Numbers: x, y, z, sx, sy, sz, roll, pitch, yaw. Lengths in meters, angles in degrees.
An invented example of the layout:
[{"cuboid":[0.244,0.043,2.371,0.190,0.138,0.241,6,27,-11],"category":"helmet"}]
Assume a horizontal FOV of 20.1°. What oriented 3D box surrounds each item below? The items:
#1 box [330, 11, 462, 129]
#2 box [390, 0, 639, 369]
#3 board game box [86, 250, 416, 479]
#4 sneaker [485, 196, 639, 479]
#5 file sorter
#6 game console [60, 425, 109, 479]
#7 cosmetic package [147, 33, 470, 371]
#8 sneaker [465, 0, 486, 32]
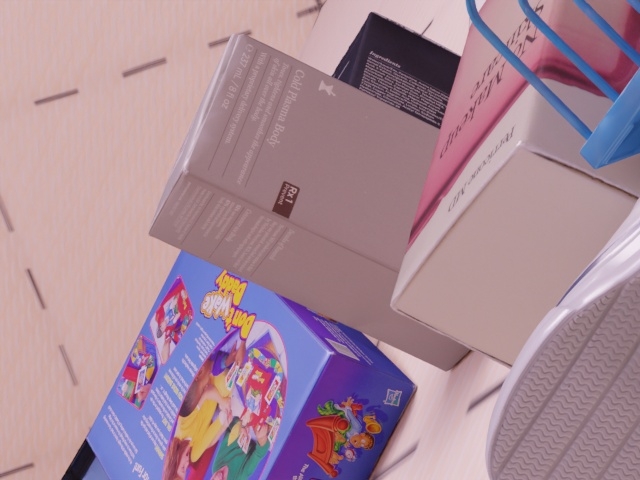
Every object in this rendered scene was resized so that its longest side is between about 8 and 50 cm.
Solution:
[{"cuboid":[0.046,-0.085,1.667,0.153,0.108,0.207,-57,10,41],"category":"box"},{"cuboid":[0.142,-0.059,0.938,0.148,0.127,0.232,-55,12,47],"category":"box"},{"cuboid":[-0.070,0.142,1.468,0.233,0.078,0.347,-63,26,8],"category":"board game box"},{"cuboid":[0.165,0.013,0.769,0.258,0.094,0.091,-52,3,17],"category":"sneaker"},{"cuboid":[0.164,-0.123,0.801,0.170,0.104,0.118,-20,-30,-46],"category":"file sorter"},{"cuboid":[-0.169,0.284,1.723,0.173,0.250,0.293,-34,-17,-47],"category":"game console"},{"cuboid":[0.018,-0.023,1.224,0.107,0.238,0.127,124,166,-57],"category":"cosmetic package"},{"cuboid":[0.146,-0.229,1.529,0.237,0.086,0.085,-71,-3,-51],"category":"sneaker"}]
